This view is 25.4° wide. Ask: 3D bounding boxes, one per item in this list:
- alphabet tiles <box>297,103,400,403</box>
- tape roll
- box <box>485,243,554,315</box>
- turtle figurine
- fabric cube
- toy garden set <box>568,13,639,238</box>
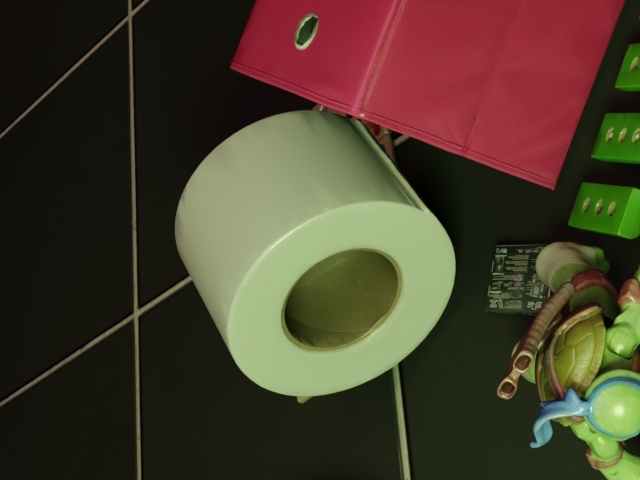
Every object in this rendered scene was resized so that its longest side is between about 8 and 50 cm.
[{"bbox_3d":[0.000,0.000,1.649,0.285,0.011,0.342,-40,47,38],"label":"alphabet tiles"},{"bbox_3d":[-0.008,0.013,1.440,0.246,0.246,0.169,-57,40,21],"label":"tape roll"},{"bbox_3d":[0.198,0.038,1.366,0.083,0.018,0.067,-3,74,52],"label":"box"},{"bbox_3d":[0.272,0.101,1.159,0.266,0.275,0.198,-122,11,-73],"label":"turtle figurine"},{"bbox_3d":[0.110,-0.228,1.382,0.254,0.259,0.258,30,101,54],"label":"fabric cube"},{"bbox_3d":[0.312,-0.113,1.217,0.204,0.049,0.244,-161,90,-75],"label":"toy garden set"}]
